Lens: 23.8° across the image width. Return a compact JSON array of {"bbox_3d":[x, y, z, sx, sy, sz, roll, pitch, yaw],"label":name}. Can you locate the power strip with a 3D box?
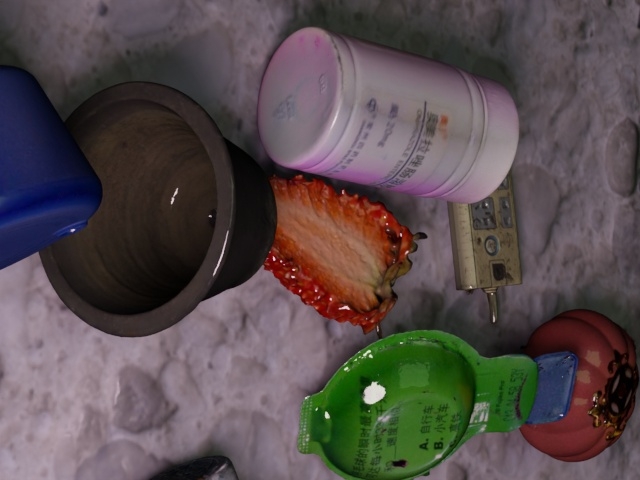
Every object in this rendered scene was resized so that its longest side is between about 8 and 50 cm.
[{"bbox_3d":[0.190,-0.035,1.784,0.092,0.034,0.268,-3,86,-39],"label":"power strip"}]

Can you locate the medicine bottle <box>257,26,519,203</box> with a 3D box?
[{"bbox_3d":[0.076,-0.130,1.633,0.254,0.152,0.152,11,78,-36],"label":"medicine bottle"}]

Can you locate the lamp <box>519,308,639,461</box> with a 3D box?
[{"bbox_3d":[0.293,0.169,1.782,0.182,0.140,0.182,-14,109,-47],"label":"lamp"}]

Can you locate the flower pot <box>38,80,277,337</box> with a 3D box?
[{"bbox_3d":[-0.136,-0.024,1.437,0.148,0.235,0.235,7,79,-56],"label":"flower pot"}]

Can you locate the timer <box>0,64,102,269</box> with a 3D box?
[{"bbox_3d":[-0.371,-0.148,1.248,0.270,0.270,0.383,-21,86,-38],"label":"timer"}]

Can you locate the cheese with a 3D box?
[{"bbox_3d":[0.128,0.176,1.626,0.320,0.083,0.204,-7,122,-20],"label":"cheese"}]

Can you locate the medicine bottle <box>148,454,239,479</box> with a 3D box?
[{"bbox_3d":[-0.082,0.357,1.452,0.141,0.141,0.293,-26,100,-37],"label":"medicine bottle"}]

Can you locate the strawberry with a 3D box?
[{"bbox_3d":[-0.002,0.003,1.608,0.208,0.087,0.167,37,50,-14],"label":"strawberry"}]
